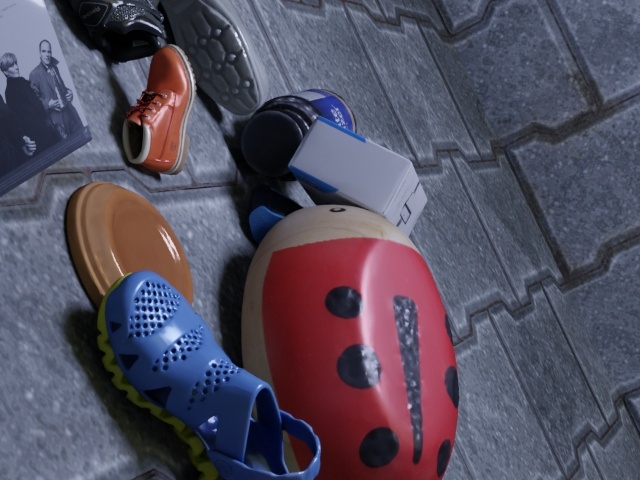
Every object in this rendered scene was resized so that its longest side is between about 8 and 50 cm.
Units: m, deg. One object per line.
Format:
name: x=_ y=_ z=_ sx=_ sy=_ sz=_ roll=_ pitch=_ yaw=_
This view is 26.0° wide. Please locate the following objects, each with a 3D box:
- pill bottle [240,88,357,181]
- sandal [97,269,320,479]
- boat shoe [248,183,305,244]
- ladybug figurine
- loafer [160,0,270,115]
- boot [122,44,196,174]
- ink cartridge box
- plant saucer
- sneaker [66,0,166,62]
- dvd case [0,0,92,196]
pill bottle: x=-0.034 y=-0.151 z=1.996 sx=0.123 sy=0.122 sz=0.219 roll=63 pitch=21 yaw=-2
sandal: x=-0.102 y=0.159 z=1.416 sx=0.317 sy=0.138 sz=0.126 roll=54 pitch=46 yaw=-16
boat shoe: x=0.000 y=0.000 z=1.924 sx=0.258 sy=0.109 sz=0.089 roll=46 pitch=23 yaw=-43
ladybug figurine: x=0.054 y=0.150 z=1.691 sx=0.305 sy=0.162 sz=0.449 roll=13 pitch=59 yaw=-40
loafer: x=-0.161 y=-0.322 z=1.913 sx=0.319 sy=0.112 sz=0.111 roll=61 pitch=29 yaw=-5
boot: x=-0.197 y=-0.161 z=1.659 sx=0.084 sy=0.059 sz=0.158 roll=7 pitch=84 yaw=-54
ink cartridge box: x=0.055 y=-0.076 z=1.885 sx=0.148 sy=0.086 sz=0.203 roll=27 pitch=-6 yaw=14
plant saucer: x=-0.200 y=0.022 z=1.516 sx=0.200 sy=0.037 sz=0.200 roll=50 pitch=24 yaw=-32
sneaker: x=-0.232 y=-0.290 z=1.747 sx=0.130 sy=0.087 sz=0.227 roll=63 pitch=24 yaw=-6
dvd case: x=-0.315 y=-0.165 z=1.285 sx=0.179 sy=0.029 sz=0.239 roll=-39 pitch=121 yaw=-43
